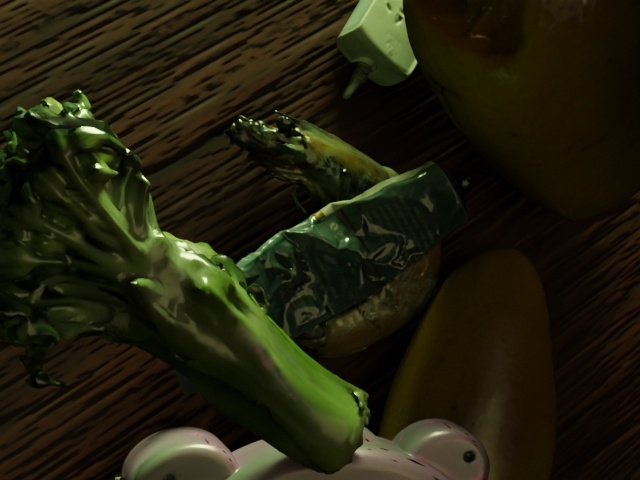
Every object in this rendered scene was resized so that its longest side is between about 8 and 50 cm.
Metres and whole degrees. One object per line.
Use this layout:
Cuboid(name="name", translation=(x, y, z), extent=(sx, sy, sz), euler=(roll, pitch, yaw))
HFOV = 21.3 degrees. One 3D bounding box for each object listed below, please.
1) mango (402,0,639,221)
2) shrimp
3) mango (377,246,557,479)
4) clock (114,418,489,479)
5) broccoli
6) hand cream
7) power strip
Cuboid(name="mango", translation=(0.183, -0.157, 1.246), extent=(0.253, 0.182, 0.365), euler=(-56, 141, -27))
Cuboid(name="shrimp", translation=(0.000, 0.000, 1.224), extent=(0.217, 0.051, 0.150), euler=(35, 79, -31))
Cuboid(name="mango", translation=(0.116, 0.127, 1.272), extent=(0.138, 0.113, 0.253), euler=(23, 75, -27))
Cuboid(name="clock", translation=(-0.003, 0.227, 1.149), extent=(0.248, 0.090, 0.227), euler=(-8, 97, -10))
Cuboid(name="broccoli", translation=(-0.095, 0.045, 1.055), extent=(0.304, 0.145, 0.165), euler=(36, 85, -14))
Cuboid(name="hand cream", translation=(0.004, 0.019, 1.177), extent=(0.248, 0.052, 0.075), euler=(-32, 114, -16))
Cuboid(name="power strip", translation=(0.079, -0.209, 1.285), extent=(0.060, 0.027, 0.252), euler=(40, 68, -31))
